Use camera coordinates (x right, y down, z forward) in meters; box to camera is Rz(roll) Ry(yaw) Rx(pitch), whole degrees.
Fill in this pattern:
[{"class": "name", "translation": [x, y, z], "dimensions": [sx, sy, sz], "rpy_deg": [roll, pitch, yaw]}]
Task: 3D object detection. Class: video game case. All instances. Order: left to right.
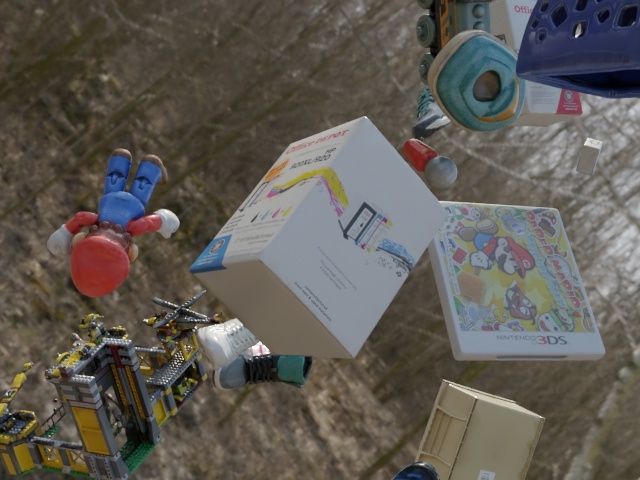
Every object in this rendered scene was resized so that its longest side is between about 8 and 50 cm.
[{"class": "video game case", "translation": [0.246, 0.050, 1.160], "dimensions": [0.026, 0.207, 0.226], "rpy_deg": [117, -31, -52]}]

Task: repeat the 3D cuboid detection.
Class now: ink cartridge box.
[{"class": "ink cartridge box", "translation": [0.000, 0.000, 1.076], "dimensions": [0.168, 0.232, 0.171], "rpy_deg": [48, -29, -21]}, {"class": "ink cartridge box", "translation": [0.537, -0.456, 2.306], "dimensions": [0.131, 0.226, 0.306], "rpy_deg": [-20, -102, 53]}, {"class": "ink cartridge box", "translation": [0.463, -0.146, 1.531], "dimensions": [0.028, 0.048, 0.083], "rpy_deg": [19, 22, 16]}]

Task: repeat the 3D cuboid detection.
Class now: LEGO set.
[{"class": "LEGO set", "translation": [-0.311, 0.173, 1.246], "dimensions": [0.255, 0.331, 0.192], "rpy_deg": [7, -60, 33]}]

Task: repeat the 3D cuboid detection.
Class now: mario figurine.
[{"class": "mario figurine", "translation": [-0.417, -0.020, 1.804], "dimensions": [0.170, 0.198, 0.320], "rpy_deg": [50, 42, -42]}]

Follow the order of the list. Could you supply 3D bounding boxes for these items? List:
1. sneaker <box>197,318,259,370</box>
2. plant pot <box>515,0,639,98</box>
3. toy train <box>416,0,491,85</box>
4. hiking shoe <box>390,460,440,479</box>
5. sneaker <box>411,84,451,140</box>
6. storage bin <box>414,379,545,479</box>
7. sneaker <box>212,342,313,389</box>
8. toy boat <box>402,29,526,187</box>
[{"class": "sneaker", "translation": [-0.176, 0.194, 1.819], "dimensions": [0.232, 0.115, 0.090], "rpy_deg": [-53, 118, -83]}, {"class": "plant pot", "translation": [0.456, -0.331, 1.304], "dimensions": [0.236, 0.212, 0.236], "rpy_deg": [4, 3, -34]}, {"class": "toy train", "translation": [0.308, -0.479, 2.008], "dimensions": [0.190, 0.142, 0.333], "rpy_deg": [-161, -115, -65]}, {"class": "hiking shoe", "translation": [0.119, 0.532, 1.598], "dimensions": [0.113, 0.304, 0.132], "rpy_deg": [33, -9, 14]}, {"class": "sneaker", "translation": [0.307, -0.371, 2.496], "dimensions": [0.122, 0.110, 0.283], "rpy_deg": [54, 39, -8]}, {"class": "storage bin", "translation": [0.388, 0.509, 2.191], "dimensions": [0.262, 0.260, 0.123], "rpy_deg": [22, -3, -34]}, {"class": "sneaker", "translation": [-0.125, 0.336, 2.343], "dimensions": [0.179, 0.296, 0.123], "rpy_deg": [8, -73, 40]}, {"class": "toy boat", "translation": [0.304, -0.260, 1.844], "dimensions": [0.268, 0.318, 0.148], "rpy_deg": [25, 16, -42]}]
